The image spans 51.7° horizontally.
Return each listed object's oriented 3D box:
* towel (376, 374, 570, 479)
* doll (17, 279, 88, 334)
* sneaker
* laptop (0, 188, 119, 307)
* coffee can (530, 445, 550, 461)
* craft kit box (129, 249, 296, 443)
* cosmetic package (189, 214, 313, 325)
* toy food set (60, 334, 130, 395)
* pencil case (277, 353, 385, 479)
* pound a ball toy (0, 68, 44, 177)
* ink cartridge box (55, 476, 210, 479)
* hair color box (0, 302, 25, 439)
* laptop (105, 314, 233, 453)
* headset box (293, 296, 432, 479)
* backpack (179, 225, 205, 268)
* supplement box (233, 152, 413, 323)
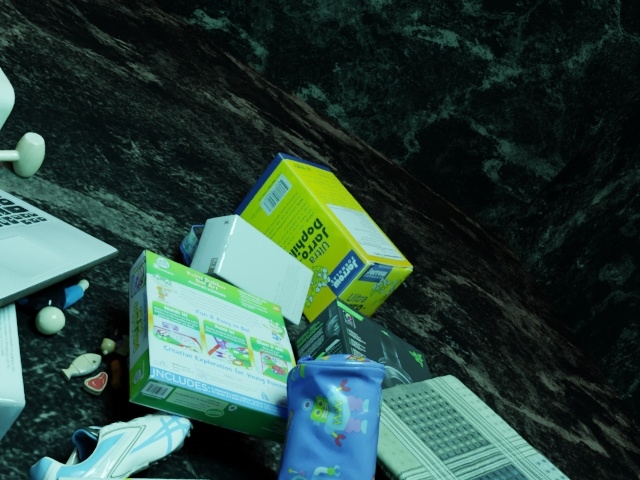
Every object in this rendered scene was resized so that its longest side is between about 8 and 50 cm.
[{"bbox_3d":[0.204,0.321,0.944,0.312,0.056,0.324,3,30,-43],"label":"towel"},{"bbox_3d":[-0.390,0.054,0.930,0.129,0.046,0.189,18,30,-44],"label":"doll"},{"bbox_3d":[-0.231,0.239,0.771,0.086,0.085,0.237,61,24,3],"label":"sneaker"},{"bbox_3d":[-0.444,-0.141,0.794,0.407,0.237,0.382,27,8,-1],"label":"laptop"},{"bbox_3d":[0.271,0.458,1.031,0.201,0.201,0.275,44,21,11],"label":"coffee can"},{"bbox_3d":[-0.146,0.148,0.929,0.249,0.061,0.247,27,28,-31],"label":"craft kit box"},{"bbox_3d":[-0.120,0.060,1.194,0.231,0.085,0.118,40,56,-41],"label":"cosmetic package"},{"bbox_3d":[-0.281,0.168,0.895,0.078,0.019,0.122,40,30,6],"label":"toy food set"},{"bbox_3d":[0.001,0.292,0.818,0.133,0.306,0.119,8,-14,5],"label":"pencil case"},{"bbox_3d":[-0.593,-0.224,1.016,0.208,0.136,0.319,50,23,24],"label":"pound a ball toy"},{"bbox_3d":[-0.191,0.317,0.631,0.176,0.127,0.128,19,30,-41],"label":"ink cartridge box"},{"bbox_3d":[-0.484,0.092,0.603,0.374,0.114,0.185,21,28,-42],"label":"hair color box"},{"bbox_3d":[-0.175,0.197,1.059,0.234,0.137,0.264,45,47,15],"label":"laptop"},{"bbox_3d":[0.091,0.270,1.187,0.246,0.131,0.283,35,21,-24],"label":"headset box"},{"bbox_3d":[-0.208,0.027,1.239,0.105,0.084,0.114,49,17,24],"label":"backpack"},{"bbox_3d":[0.000,0.000,1.494,0.194,0.195,0.357,10,36,-53],"label":"supplement box"}]
